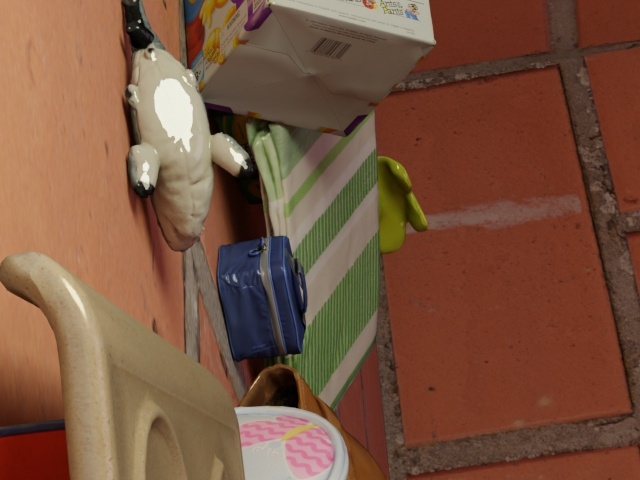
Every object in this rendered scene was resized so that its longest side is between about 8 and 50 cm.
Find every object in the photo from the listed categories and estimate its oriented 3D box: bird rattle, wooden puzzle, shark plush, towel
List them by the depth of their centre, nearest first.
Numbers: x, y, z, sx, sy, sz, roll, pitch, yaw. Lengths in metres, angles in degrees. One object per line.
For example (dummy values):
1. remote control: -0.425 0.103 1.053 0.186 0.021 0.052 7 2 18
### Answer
1. wooden puzzle: -0.069 0.199 0.708 0.322 0.080 0.348 64 14 -78
2. shark plush: -0.105 -0.075 1.052 0.161 0.073 0.067 62 -20 12
3. towel: 0.000 0.000 1.514 0.248 0.038 0.325 -51 142 -56
4. bird rattle: -0.010 -0.085 1.724 0.207 0.143 0.254 -52 -128 50

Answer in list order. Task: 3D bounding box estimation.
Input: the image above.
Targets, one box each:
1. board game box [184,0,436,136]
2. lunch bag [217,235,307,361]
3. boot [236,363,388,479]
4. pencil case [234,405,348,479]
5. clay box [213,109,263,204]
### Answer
1. board game box: -0.019 -0.244 1.358 0.142 0.144 0.275 -44 -137 49
2. lunch bag: -0.043 0.042 1.359 0.067 0.065 0.098 -91 172 -60
3. boot: -0.003 0.245 1.202 0.283 0.109 0.220 -75 147 -42
4. pencil case: -0.019 0.230 1.001 0.124 0.113 0.273 -101 180 -61
5. clay box: -0.058 -0.121 1.535 0.222 0.053 0.127 75 8 -68
